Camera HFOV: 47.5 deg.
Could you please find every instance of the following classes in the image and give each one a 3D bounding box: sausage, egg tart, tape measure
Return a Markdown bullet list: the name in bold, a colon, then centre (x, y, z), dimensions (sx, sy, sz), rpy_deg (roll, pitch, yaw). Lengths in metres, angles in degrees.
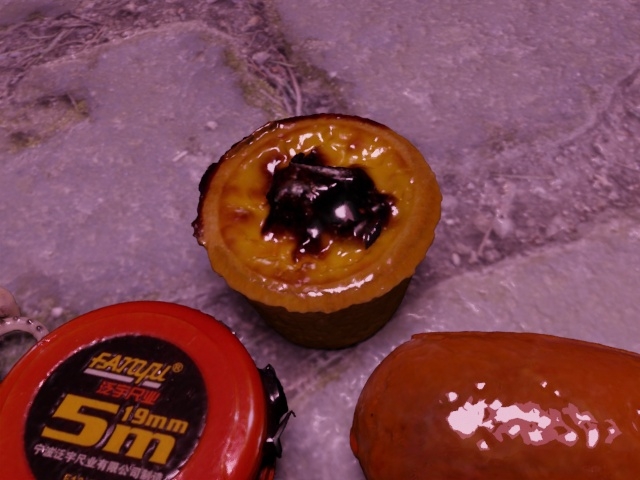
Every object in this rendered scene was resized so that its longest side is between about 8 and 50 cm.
- **sausage**: centre (0.157, 0.149, 0.556), dimensions (0.268, 0.153, 0.141), rpy_deg (6, 61, 10)
- **egg tart**: centre (0.000, 0.000, 0.666), dimensions (0.215, 0.170, 0.215), rpy_deg (-2, 54, 3)
- **tape measure**: centre (-0.147, 0.175, 0.593), dimensions (0.253, 0.114, 0.260), rpy_deg (10, 53, 12)

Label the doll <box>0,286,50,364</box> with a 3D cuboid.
- **doll**: centre (-0.363, 0.151, 0.637), dimensions (0.154, 0.119, 0.278), rpy_deg (15, 48, 14)
